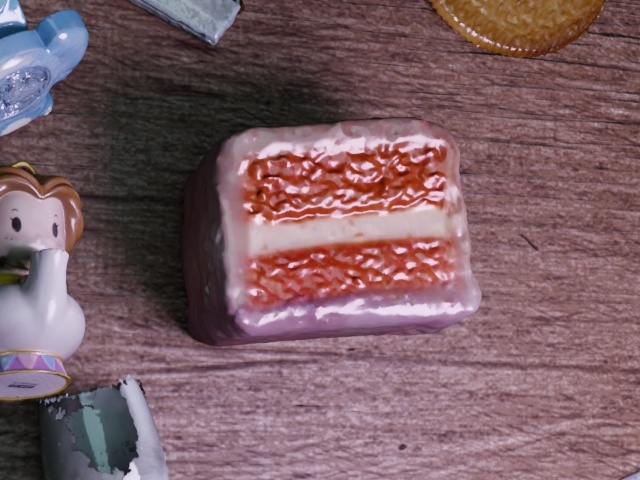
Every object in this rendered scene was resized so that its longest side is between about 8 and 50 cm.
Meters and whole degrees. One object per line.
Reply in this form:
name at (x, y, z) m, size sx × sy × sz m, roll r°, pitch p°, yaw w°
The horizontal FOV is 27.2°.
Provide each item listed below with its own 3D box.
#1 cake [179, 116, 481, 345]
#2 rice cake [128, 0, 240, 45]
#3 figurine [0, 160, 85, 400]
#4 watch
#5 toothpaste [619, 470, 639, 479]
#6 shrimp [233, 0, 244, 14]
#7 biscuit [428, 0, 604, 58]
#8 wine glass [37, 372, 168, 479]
cake at (0.000, 0.000, 1.501) m, size 0.309 × 0.230 × 0.237 m, roll -4°, pitch 81°, yaw -20°
rice cake at (-0.252, -0.337, 1.551) m, size 0.336 × 0.063 × 0.066 m, roll 29°, pitch 79°, yaw -11°
figurine at (-0.324, 0.031, 1.399) m, size 0.142 × 0.189 × 0.263 m, roll 13°, pitch 59°, yaw -43°
watch at (-0.382, -0.227, 1.437) m, size 0.211 × 0.211 × 0.193 m, roll -30°, pitch 78°, yaw -21°
toothpaste at (0.384, 0.320, 1.704) m, size 0.083 × 0.015 × 0.024 m, roll -25°, pitch 92°, yaw -16°
shrimp at (-0.064, -0.325, 1.634) m, size 0.178 × 0.034 × 0.124 m, roll 29°, pitch 76°, yaw -12°
biscuit at (0.254, -0.388, 1.757) m, size 0.305 × 0.038 × 0.305 m, roll 3°, pitch 80°, yaw -18°
wine glass at (-0.217, 0.309, 1.425) m, size 0.143 × 0.143 × 0.321 m, roll -15°, pitch 85°, yaw -21°
